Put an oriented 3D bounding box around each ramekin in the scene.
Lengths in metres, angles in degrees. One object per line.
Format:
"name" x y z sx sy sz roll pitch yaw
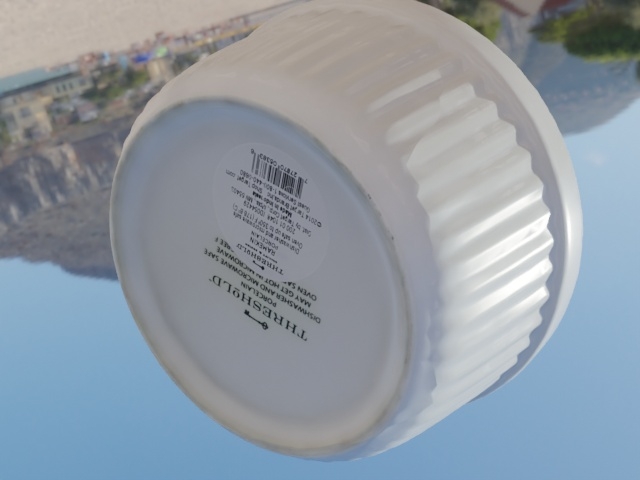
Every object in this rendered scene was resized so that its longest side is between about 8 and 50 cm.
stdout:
"ramekin" 0.000 0.000 0.472 0.207 0.207 0.109 -6 -164 40
